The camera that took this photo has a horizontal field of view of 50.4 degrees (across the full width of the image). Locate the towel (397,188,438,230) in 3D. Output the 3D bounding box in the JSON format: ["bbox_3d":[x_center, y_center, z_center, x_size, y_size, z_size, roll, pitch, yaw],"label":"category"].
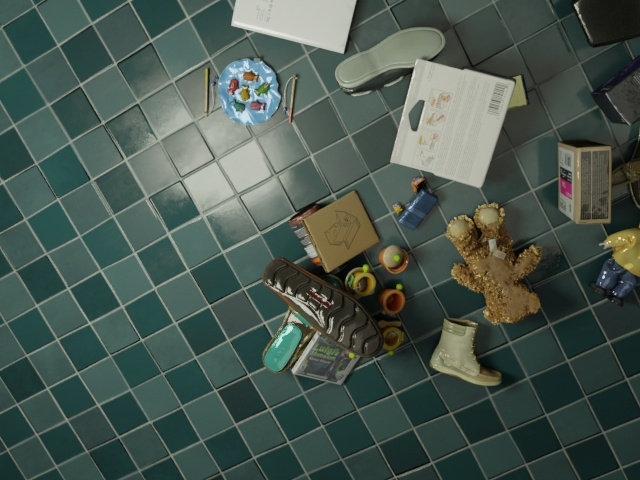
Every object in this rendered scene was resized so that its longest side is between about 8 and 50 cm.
[{"bbox_3d":[0.272,-0.087,1.915,0.067,0.029,0.119,27,110,-32],"label":"towel"}]

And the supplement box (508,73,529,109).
[{"bbox_3d":[0.504,-0.392,1.818,0.083,0.056,0.083,-14,100,9],"label":"supplement box"}]

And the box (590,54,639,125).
[{"bbox_3d":[0.819,-0.398,1.729,0.207,0.153,0.108,-39,95,12],"label":"box"}]

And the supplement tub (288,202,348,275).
[{"bbox_3d":[0.000,0.000,1.939,0.106,0.106,0.198,-30,99,12],"label":"supplement tub"}]

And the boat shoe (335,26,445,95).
[{"bbox_3d":[0.188,-0.477,1.824,0.302,0.091,0.114,-16,73,10],"label":"boat shoe"}]

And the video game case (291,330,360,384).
[{"bbox_3d":[0.033,0.338,1.995,0.190,0.022,0.173,22,107,-36],"label":"video game case"}]

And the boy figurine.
[{"bbox_3d":[0.847,0.033,1.851,0.177,0.092,0.285,28,103,1],"label":"boy figurine"}]

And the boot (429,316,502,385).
[{"bbox_3d":[0.439,0.321,1.970,0.213,0.077,0.165,16,102,6],"label":"boot"}]

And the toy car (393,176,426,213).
[{"bbox_3d":[0.244,-0.134,1.908,0.122,0.060,0.040,-40,63,7],"label":"toy car"}]

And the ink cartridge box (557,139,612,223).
[{"bbox_3d":[0.677,-0.156,1.757,0.088,0.235,0.193,-2,101,8],"label":"ink cartridge box"}]

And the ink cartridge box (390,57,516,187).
[{"bbox_3d":[0.349,-0.316,1.817,0.261,0.066,0.296,17,116,10],"label":"ink cartridge box"}]

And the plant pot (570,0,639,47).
[{"bbox_3d":[0.729,-0.578,1.694,0.167,0.188,0.187,-25,98,23],"label":"plant pot"}]

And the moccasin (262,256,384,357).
[{"bbox_3d":[0.008,0.188,1.852,0.380,0.147,0.139,28,83,16],"label":"moccasin"}]

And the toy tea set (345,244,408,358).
[{"bbox_3d":[0.171,0.178,1.915,0.200,0.124,0.336,-3,102,-24],"label":"toy tea set"}]

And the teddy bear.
[{"bbox_3d":[0.486,0.063,1.905,0.245,0.113,0.338,-42,87,6],"label":"teddy bear"}]

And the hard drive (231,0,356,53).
[{"bbox_3d":[-0.064,-0.648,1.840,0.318,0.040,0.210,15,104,4],"label":"hard drive"}]

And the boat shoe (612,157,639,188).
[{"bbox_3d":[0.796,-0.170,1.800,0.153,0.048,0.056,-25,87,44],"label":"boat shoe"}]

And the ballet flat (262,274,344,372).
[{"bbox_3d":[-0.047,0.237,1.992,0.123,0.123,0.349,35,101,-1],"label":"ballet flat"}]

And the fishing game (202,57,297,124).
[{"bbox_3d":[-0.201,-0.416,1.908,0.264,0.041,0.189,9,106,5],"label":"fishing game"}]

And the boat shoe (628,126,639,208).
[{"bbox_3d":[0.886,-0.224,1.790,0.109,0.091,0.305,4,102,6],"label":"boat shoe"}]

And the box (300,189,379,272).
[{"bbox_3d":[0.057,-0.027,1.902,0.201,0.021,0.164,-30,98,-31],"label":"box"}]
